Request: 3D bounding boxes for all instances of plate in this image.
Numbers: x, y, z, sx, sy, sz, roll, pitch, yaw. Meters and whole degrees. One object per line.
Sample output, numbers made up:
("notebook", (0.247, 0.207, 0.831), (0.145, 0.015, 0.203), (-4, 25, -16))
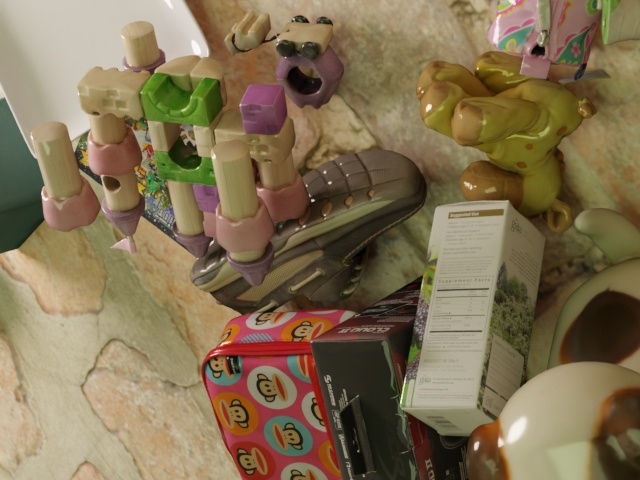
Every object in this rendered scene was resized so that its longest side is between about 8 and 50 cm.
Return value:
("plate", (-0.304, -0.285, 1.902), (0.277, 0.045, 0.278), (-29, 84, 16))

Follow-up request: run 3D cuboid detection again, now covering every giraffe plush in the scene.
("giraffe plush", (0.211, -0.099, 1.647), (0.210, 0.181, 0.170), (-2, 120, -4))

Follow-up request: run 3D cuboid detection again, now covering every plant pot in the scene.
("plant pot", (-0.496, -0.065, 2.022), (0.165, 0.234, 0.165), (-41, 82, 34))

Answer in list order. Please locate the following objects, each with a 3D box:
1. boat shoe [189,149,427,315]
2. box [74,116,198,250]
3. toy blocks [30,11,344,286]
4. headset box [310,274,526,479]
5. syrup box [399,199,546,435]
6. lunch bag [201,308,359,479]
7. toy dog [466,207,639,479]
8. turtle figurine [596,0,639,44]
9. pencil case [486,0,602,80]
("boat shoe", (0.000, 0.000, 1.821), (0.355, 0.132, 0.130), (-23, 122, 38))
("box", (-0.206, -0.106, 1.946), (0.233, 0.044, 0.159), (36, 120, 17))
("toy blocks", (-0.140, -0.085, 1.775), (0.289, 0.309, 0.260), (7, 131, 19))
("headset box", (0.115, 0.175, 1.690), (0.110, 0.293, 0.218), (-5, 104, 37))
("syrup box", (0.165, 0.083, 1.594), (0.096, 0.093, 0.236), (-4, 64, 34))
("lunch bag", (0.010, 0.225, 1.853), (0.258, 0.120, 0.293), (-5, 120, 26))
("toy dog", (0.325, 0.182, 1.496), (0.285, 0.408, 0.395), (-6, 104, 31))
("turtle figurine", (0.403, -0.271, 1.414), (0.266, 0.274, 0.197), (0, 64, 5))
("pencil case", (0.259, -0.315, 1.547), (0.124, 0.124, 0.284), (25, 116, 22))
